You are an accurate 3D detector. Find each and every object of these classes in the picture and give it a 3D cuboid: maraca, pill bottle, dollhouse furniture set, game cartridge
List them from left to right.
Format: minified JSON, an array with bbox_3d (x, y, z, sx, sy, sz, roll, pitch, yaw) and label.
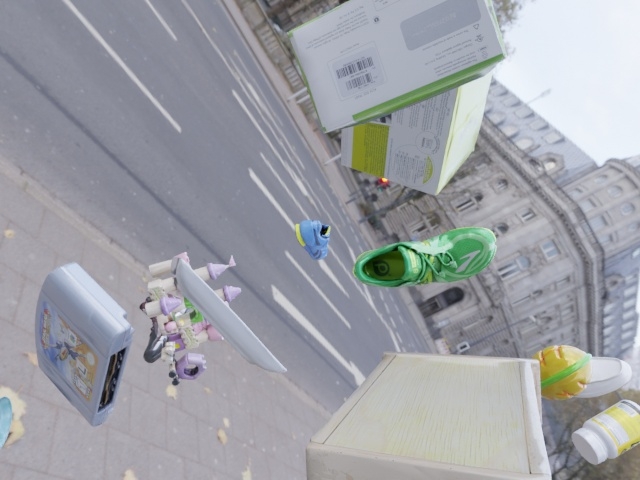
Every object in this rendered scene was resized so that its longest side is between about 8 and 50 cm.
[{"bbox_3d":[-0.441,0.192,0.822,0.198,0.297,0.062,36,34,12],"label":"game cartridge"},{"bbox_3d":[0.116,0.330,0.402,0.256,0.362,0.394,-6,93,-67],"label":"dollhouse furniture set"},{"bbox_3d":[0.463,0.271,0.904,0.099,0.127,0.185,62,-29,22],"label":"maraca"},{"bbox_3d":[0.893,0.589,1.380,0.119,0.208,0.119,156,-90,-81],"label":"pill bottle"}]

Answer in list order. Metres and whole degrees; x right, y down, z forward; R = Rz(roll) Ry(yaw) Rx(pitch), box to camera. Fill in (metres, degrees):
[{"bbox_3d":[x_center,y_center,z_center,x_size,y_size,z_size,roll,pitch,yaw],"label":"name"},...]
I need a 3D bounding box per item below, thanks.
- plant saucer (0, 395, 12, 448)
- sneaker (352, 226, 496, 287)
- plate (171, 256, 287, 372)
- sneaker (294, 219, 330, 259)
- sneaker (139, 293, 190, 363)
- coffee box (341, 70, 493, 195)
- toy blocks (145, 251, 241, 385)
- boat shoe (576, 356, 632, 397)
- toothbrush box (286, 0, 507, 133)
[{"bbox_3d":[-0.731,0.413,1.009,0.119,0.021,0.119,-177,-90,-78],"label":"plant saucer"},{"bbox_3d":[0.207,0.048,0.912,0.123,0.295,0.109,-11,86,-74],"label":"sneaker"},{"bbox_3d":[-0.203,0.147,0.894,0.277,0.045,0.278,49,-16,-13],"label":"plate"},{"bbox_3d":[0.000,0.000,1.233,0.209,0.082,0.069,51,27,-64],"label":"sneaker"},{"bbox_3d":[-0.593,0.297,1.605,0.162,0.106,0.281,24,40,0],"label":"sneaker"},{"bbox_3d":[0.288,-0.393,1.352,0.337,0.334,0.338,-45,147,-41],"label":"coffee box"},{"bbox_3d":[-0.361,0.212,1.383,0.309,0.260,0.288,-124,-158,-61],"label":"toy blocks"},{"bbox_3d":[0.625,0.336,1.147,0.096,0.277,0.098,53,39,-17],"label":"boat shoe"},{"bbox_3d":[0.108,-0.239,0.591,0.283,0.206,0.122,-51,121,-68],"label":"toothbrush box"}]
